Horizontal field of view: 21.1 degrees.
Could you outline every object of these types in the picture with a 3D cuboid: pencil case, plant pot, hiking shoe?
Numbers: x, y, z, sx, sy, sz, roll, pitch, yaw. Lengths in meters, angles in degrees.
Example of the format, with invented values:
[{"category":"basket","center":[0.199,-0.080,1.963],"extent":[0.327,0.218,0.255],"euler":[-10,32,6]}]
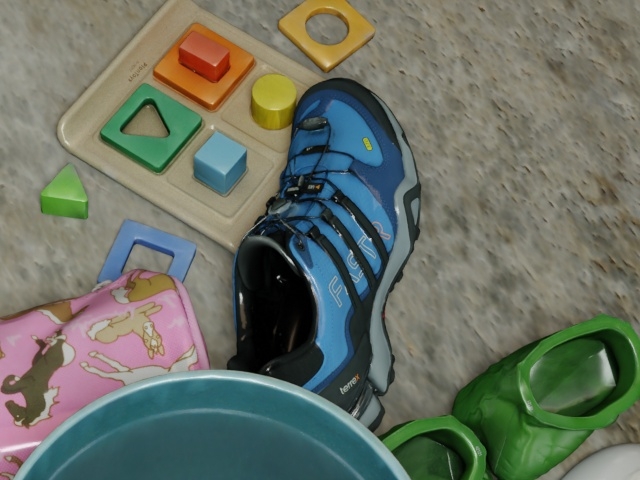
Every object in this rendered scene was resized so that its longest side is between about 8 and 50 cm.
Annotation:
[{"category":"pencil case","center":[-0.266,0.137,1.201],"extent":[0.386,0.167,0.160],"euler":[-14,107,-14]},{"category":"plant pot","center":[-0.074,0.257,1.108],"extent":[0.272,0.255,0.271],"euler":[3,62,-6]},{"category":"hiking shoe","center":[0.000,0.000,1.294],"extent":[0.113,0.132,0.304],"euler":[-13,61,30]}]

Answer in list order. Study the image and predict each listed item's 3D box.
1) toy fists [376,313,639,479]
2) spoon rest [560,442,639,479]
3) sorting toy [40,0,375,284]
[{"category":"toy fists","center":[0.113,0.152,1.254],"extent":[0.279,0.142,0.096],"euler":[-30,87,-20]},{"category":"spoon rest","center":[0.185,0.231,1.268],"extent":[0.276,0.084,0.137],"euler":[-13,66,-28]},{"category":"sorting toy","center":[-0.087,-0.104,1.408],"extent":[0.196,0.047,0.347],"euler":[33,63,9]}]
